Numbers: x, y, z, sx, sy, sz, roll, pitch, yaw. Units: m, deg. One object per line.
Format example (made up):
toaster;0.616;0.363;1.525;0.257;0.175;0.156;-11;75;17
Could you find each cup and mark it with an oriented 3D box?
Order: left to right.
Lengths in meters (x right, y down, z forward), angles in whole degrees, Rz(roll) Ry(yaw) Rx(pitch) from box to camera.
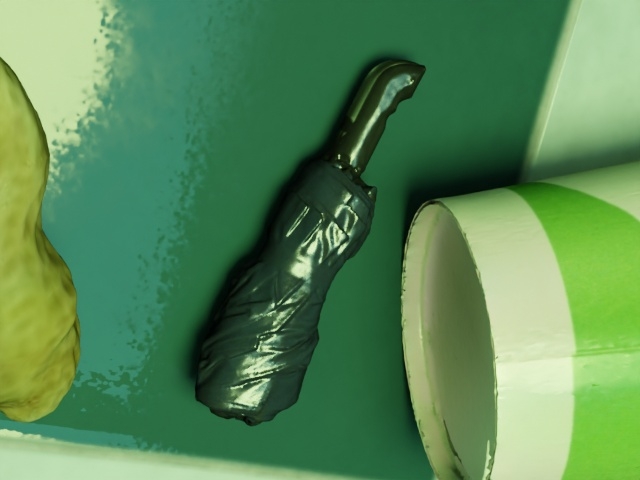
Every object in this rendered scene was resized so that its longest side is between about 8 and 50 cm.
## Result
cup;0.202;0.054;0.847;0.274;0.253;0.253;-4;106;-13

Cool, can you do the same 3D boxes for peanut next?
peanut;-0.197;-0.010;0.729;0.137;0.122;0.253;-30;119;-44

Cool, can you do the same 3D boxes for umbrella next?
umbrella;-0.007;-0.004;0.846;0.071;0.071;0.248;24;88;-25
